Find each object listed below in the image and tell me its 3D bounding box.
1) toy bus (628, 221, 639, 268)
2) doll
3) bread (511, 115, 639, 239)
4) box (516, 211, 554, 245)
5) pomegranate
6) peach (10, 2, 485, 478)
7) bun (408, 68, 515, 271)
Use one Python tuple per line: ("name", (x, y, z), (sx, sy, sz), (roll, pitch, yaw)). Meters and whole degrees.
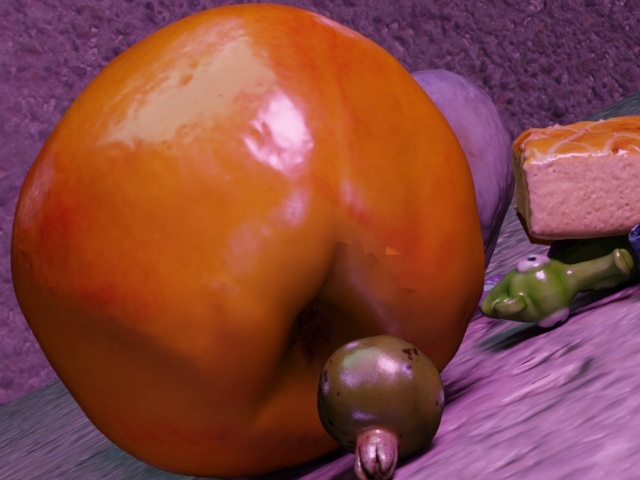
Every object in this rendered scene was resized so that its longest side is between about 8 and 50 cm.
("toy bus", (0.266, -0.014, 0.994), (0.166, 0.047, 0.065), (-22, 7, 40))
("doll", (0.190, 0.016, 1.115), (0.190, 0.050, 0.115), (-21, 9, -30))
("bread", (0.227, -0.049, 1.120), (0.188, 0.068, 0.125), (-5, 12, 1))
("box", (0.305, -0.083, 1.328), (0.279, 0.041, 0.153), (-36, 19, -17))
("pomegranate", (0.032, 0.093, 0.875), (0.073, 0.085, 0.073), (-1, -17, 0))
("peach", (-0.052, -0.005, 1.021), (0.289, 0.289, 0.308), (-25, 38, -9))
("bun", (0.000, 0.000, 1.343), (0.362, 0.211, 0.362), (-27, -3, -2))
